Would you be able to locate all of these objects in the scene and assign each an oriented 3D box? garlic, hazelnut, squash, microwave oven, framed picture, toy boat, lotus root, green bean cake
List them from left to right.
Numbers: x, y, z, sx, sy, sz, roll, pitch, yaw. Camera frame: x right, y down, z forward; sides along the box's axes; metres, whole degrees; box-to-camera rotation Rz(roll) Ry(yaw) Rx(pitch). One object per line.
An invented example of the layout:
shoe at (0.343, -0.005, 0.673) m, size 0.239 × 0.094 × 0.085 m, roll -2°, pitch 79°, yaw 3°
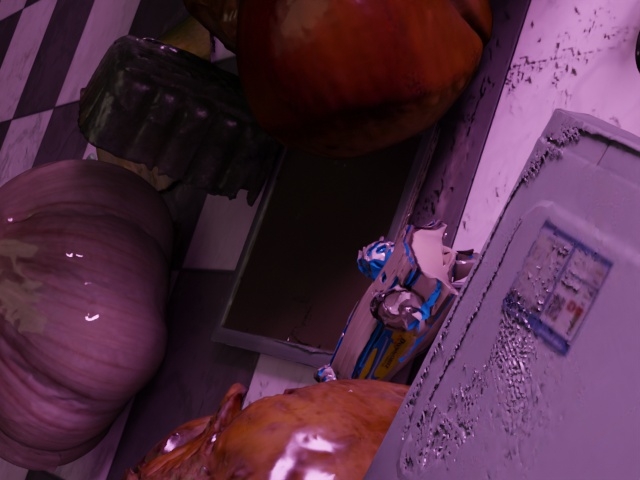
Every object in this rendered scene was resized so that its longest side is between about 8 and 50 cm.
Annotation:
garlic at (-0.272, 0.074, 1.408) m, size 0.322 × 0.241 × 0.322 m, roll -163°, pitch 90°, yaw -85°
squash at (-0.173, -0.163, 1.623) m, size 0.237 × 0.155 × 0.204 m, roll -16°, pitch 93°, yaw 57°
green bean cake at (-0.132, -0.122, 1.307) m, size 0.094 × 0.181 × 0.173 m, roll -64°, pitch 16°, yaw 13°
lotus root at (-0.026, 0.192, 0.820) m, size 0.272 × 0.192 × 0.272 m, roll -34°, pitch 43°, yaw 39°
framed picture at (0.000, 0.000, 1.160) m, size 0.273 × 0.016 × 0.216 m, roll 6°, pitch 74°, yaw 63°
hazelnut at (0.019, -0.169, 1.031) m, size 0.208 × 0.208 × 0.208 m, roll -43°, pitch 35°, yaw 40°
toy boat at (0.039, 0.076, 0.978) m, size 0.084 × 0.066 × 0.210 m, roll -97°, pitch 29°, yaw -52°
microwave oven at (0.181, 0.102, 0.543) m, size 0.237 × 0.181 × 0.295 m, roll -65°, pitch 26°, yaw 9°

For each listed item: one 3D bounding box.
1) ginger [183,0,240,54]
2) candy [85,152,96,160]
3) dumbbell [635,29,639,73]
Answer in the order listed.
ginger at (-0.019, -0.296, 1.280) m, size 0.357 × 0.152 × 0.274 m, roll -25°, pitch 47°, yaw 52°
candy at (-0.350, -0.031, 1.767) m, size 0.287 × 0.078 × 0.084 m, roll -47°, pitch 58°, yaw 42°
dumbbell at (0.214, -0.151, 0.802) m, size 0.081 × 0.081 × 0.254 m, roll -44°, pitch 35°, yaw 39°
